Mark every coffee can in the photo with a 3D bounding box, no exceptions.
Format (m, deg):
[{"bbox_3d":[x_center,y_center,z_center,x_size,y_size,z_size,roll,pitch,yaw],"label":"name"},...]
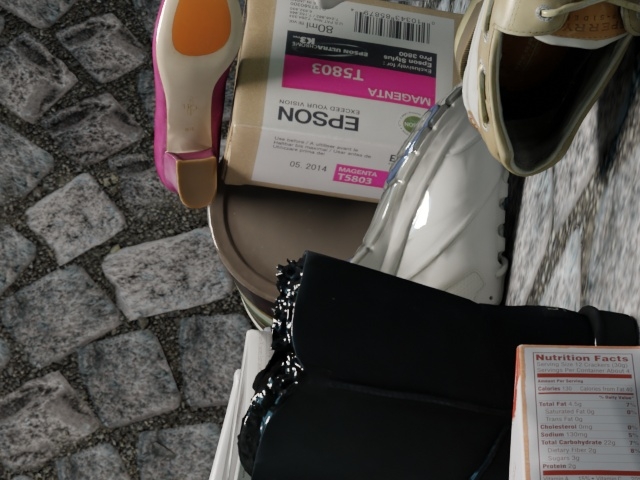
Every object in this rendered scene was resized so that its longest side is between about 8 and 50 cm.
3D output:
[{"bbox_3d":[0.000,0.000,1.883,0.275,0.202,0.201,75,-158,-75],"label":"coffee can"}]

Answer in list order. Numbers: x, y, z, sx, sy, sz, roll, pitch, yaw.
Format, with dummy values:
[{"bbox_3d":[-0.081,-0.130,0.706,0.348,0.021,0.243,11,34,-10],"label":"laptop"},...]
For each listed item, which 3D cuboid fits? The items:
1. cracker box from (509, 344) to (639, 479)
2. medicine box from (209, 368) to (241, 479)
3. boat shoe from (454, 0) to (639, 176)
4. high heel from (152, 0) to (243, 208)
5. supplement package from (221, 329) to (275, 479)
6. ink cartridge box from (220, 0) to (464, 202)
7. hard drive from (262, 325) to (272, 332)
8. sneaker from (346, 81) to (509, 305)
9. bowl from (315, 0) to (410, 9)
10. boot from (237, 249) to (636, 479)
[{"bbox_3d":[0.119,0.180,0.821,0.232,0.067,0.155,-85,-6,-49],"label":"cracker box"},{"bbox_3d":[-0.029,0.295,1.597,0.289,0.149,0.263,89,-167,-63],"label":"medicine box"},{"bbox_3d":[0.154,-0.158,1.072,0.302,0.113,0.103,101,165,-54],"label":"boat shoe"},{"bbox_3d":[-0.119,-0.157,1.689,0.117,0.082,0.244,-125,30,-67],"label":"high heel"},{"bbox_3d":[0.038,0.172,1.211,0.194,0.203,0.149,-95,15,-72],"label":"supplement package"},{"bbox_3d":[0.034,-0.136,1.726,0.088,0.235,0.193,105,171,-51],"label":"ink cartridge box"},{"bbox_3d":[-0.013,0.183,1.814,0.054,0.172,0.254,53,139,44],"label":"hard drive"},{"bbox_3d":[0.100,-0.006,1.465,0.297,0.129,0.111,-63,2,-1],"label":"sneaker"},{"bbox_3d":[0.097,-0.276,1.174,0.298,0.134,0.297,16,-90,-86],"label":"bowl"},{"bbox_3d":[0.054,0.139,1.012,0.094,0.207,0.246,-175,93,-86],"label":"boot"}]
